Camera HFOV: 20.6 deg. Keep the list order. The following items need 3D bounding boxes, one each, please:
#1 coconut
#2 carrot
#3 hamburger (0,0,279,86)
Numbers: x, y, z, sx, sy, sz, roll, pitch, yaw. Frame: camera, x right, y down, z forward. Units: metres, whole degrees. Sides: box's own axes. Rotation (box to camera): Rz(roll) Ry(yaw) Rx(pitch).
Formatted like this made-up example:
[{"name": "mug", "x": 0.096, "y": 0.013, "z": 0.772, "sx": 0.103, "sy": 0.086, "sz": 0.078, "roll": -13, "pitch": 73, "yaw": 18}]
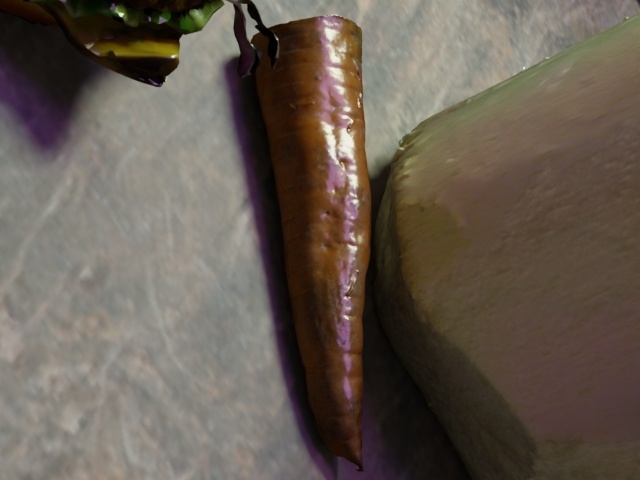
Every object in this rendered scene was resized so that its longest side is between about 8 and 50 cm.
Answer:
[{"name": "coconut", "x": 0.211, "y": 0.013, "z": 0.890, "sx": 0.297, "sy": 0.309, "sz": 0.297, "roll": 33, "pitch": 46, "yaw": -42}, {"name": "carrot", "x": 0.000, "y": 0.000, "z": 0.845, "sx": 0.057, "sy": 0.057, "sz": 0.224, "roll": 19, "pitch": 61, "yaw": -50}, {"name": "hamburger", "x": -0.093, "y": -0.197, "z": 0.741, "sx": 0.261, "sy": 0.138, "sz": 0.243, "roll": 41, "pitch": 39, "yaw": -33}]
